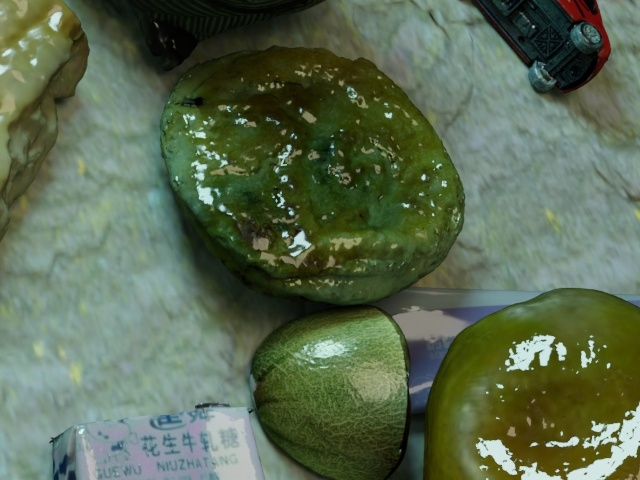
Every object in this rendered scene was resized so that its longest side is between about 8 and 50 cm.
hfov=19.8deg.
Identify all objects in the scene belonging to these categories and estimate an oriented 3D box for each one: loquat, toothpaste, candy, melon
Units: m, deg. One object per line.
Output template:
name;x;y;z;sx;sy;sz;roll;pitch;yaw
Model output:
loquat;0.204;0.190;1.466;0.276;0.276;0.284;-2;55;-29
toothpaste;0.195;0.090;1.623;0.371;0.080;0.125;0;66;-21
candy;-0.125;0.179;1.401;0.160;0.073;0.092;-2;71;-30
melon;0.011;0.117;1.502;0.128;0.079;0.160;0;67;-21

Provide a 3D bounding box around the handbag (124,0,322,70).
handbag;-0.102;-0.328;1.562;0.341;0.247;0.240;53;52;-13

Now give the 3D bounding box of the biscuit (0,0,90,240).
biscuit;-0.303;-0.110;1.442;0.213;0.091;0.274;36;55;-11

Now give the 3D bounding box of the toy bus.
toy bus;0.211;-0.238;1.797;0.195;0.081;0.089;50;44;4

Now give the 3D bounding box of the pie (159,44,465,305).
pie;-0.006;-0.064;1.568;0.277;0.078;0.277;13;53;-18
